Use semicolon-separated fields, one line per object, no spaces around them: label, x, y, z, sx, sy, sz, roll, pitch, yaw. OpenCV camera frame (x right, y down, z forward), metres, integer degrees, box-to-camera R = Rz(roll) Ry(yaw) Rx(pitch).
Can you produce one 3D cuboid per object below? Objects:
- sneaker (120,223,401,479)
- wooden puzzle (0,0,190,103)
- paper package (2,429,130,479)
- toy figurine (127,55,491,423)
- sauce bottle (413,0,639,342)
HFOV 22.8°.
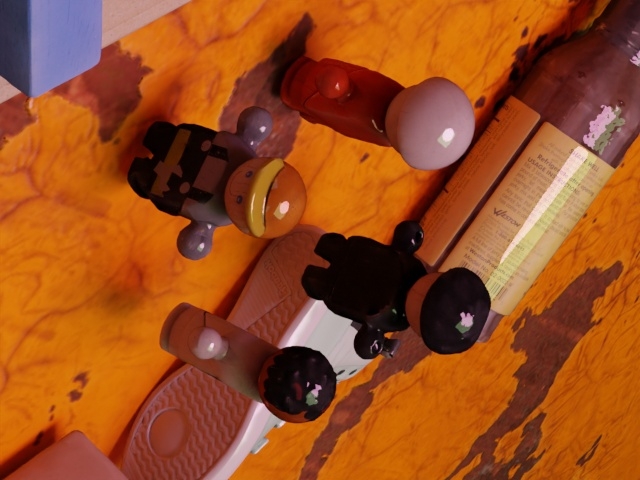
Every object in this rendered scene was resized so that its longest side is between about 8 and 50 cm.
sneaker;-0.037;0.122;1.215;0.256;0.094;0.151;-53;146;0
wooden puzzle;-0.095;-0.207;0.750;0.348;0.080;0.322;-31;147;-33
paper package;-0.188;0.343;1.034;0.325;0.309;0.168;-36;152;-24
toy figurine;0.000;0.000;1.013;0.209;0.148;0.213;-25;122;-38
sauce bottle;0.194;-0.077;1.307;0.344;0.111;0.111;-53;153;8
